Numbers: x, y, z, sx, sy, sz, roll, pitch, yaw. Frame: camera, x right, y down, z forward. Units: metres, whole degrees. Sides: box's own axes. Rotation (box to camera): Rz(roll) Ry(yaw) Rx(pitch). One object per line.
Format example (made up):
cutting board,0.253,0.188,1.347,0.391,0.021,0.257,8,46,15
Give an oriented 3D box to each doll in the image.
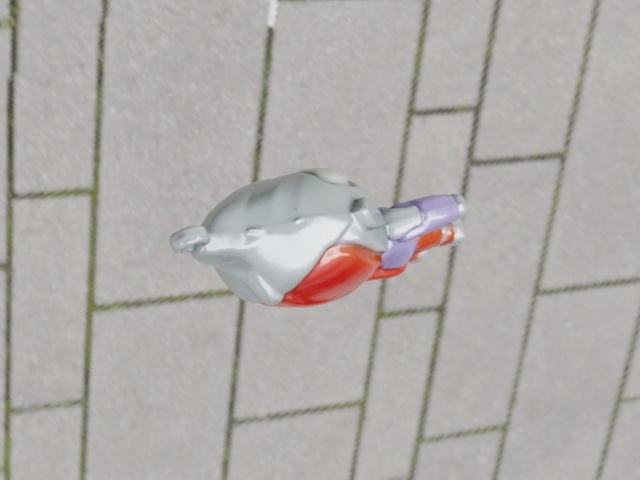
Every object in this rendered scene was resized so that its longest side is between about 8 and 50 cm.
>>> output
doll,0.000,0.000,0.784,0.102,0.075,0.228,-30,161,38
